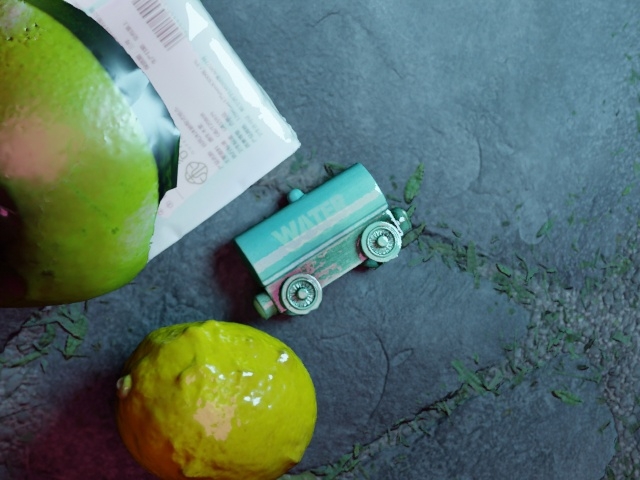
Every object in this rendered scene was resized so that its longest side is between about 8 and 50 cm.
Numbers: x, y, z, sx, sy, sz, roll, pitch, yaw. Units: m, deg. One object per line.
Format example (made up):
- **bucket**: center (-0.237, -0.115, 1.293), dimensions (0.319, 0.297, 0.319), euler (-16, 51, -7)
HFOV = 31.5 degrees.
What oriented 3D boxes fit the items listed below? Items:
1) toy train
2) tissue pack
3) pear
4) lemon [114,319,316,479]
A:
- **toy train**: center (0.000, 0.000, 1.550), dimensions (0.248, 0.101, 0.159), euler (-31, 93, -11)
- **tissue pack**: center (-0.232, -0.190, 1.371), dimensions (0.266, 0.194, 0.356), euler (-37, 109, -5)
- **pear**: center (-0.358, -0.067, 1.226), dimensions (0.399, 0.398, 0.165), euler (56, 39, -19)
- **lemon**: center (-0.132, 0.215, 1.468), dimensions (0.288, 0.233, 0.234), euler (19, 94, -26)
